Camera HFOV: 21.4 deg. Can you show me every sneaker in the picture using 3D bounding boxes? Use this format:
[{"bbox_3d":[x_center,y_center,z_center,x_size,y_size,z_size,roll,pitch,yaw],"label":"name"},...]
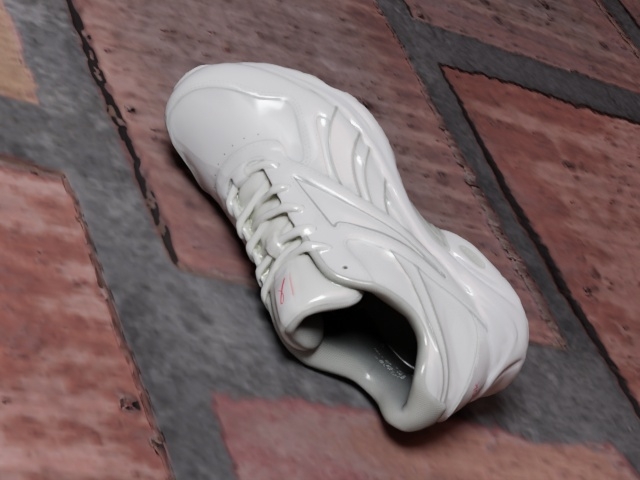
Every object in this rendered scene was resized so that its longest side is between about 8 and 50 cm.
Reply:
[{"bbox_3d":[0.000,0.000,0.850,0.232,0.090,0.115,43,33,10],"label":"sneaker"}]
